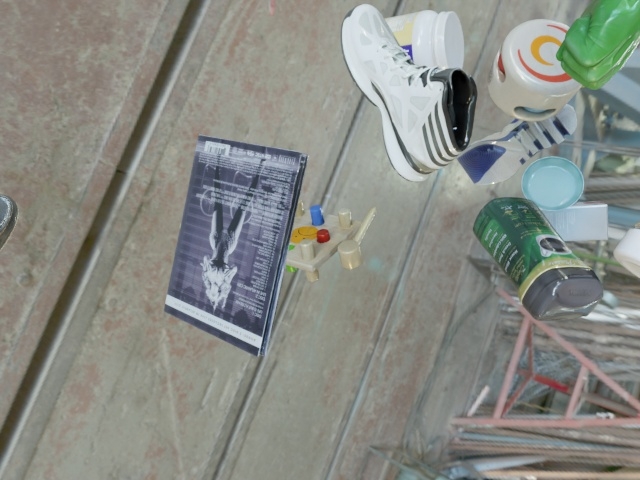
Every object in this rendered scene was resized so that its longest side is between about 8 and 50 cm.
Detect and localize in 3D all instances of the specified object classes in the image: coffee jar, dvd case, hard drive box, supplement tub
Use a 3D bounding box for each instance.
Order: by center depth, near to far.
[{"bbox_3d":[-0.102,-0.001,0.623,0.018,0.164,0.222,6,98,-54],"label":"dvd case"},{"bbox_3d":[0.287,0.024,0.735,0.096,0.185,0.079,2,130,-19],"label":"coffee jar"},{"bbox_3d":[0.618,-0.049,1.440,0.181,0.231,0.089,-17,104,-68],"label":"hard drive box"},{"bbox_3d":[0.283,-0.620,1.814,0.241,0.331,0.241,-6,97,-57],"label":"supplement tub"}]

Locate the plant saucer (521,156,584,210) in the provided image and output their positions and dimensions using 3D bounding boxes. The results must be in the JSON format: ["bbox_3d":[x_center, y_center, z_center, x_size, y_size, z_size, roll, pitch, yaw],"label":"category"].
[{"bbox_3d":[0.477,-0.114,1.131,0.120,0.119,0.021,-67,159,-9],"label":"plant saucer"}]

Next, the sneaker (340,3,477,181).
[{"bbox_3d":[0.221,-0.381,1.247,0.169,0.257,0.448,-21,86,-33],"label":"sneaker"}]

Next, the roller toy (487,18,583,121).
[{"bbox_3d":[0.474,-0.372,1.214,0.191,0.209,0.146,-39,168,-13],"label":"roller toy"}]

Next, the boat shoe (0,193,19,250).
[{"bbox_3d":[-0.767,0.023,1.140,0.112,0.095,0.335,39,63,-6],"label":"boat shoe"}]

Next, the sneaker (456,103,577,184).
[{"bbox_3d":[0.544,-0.272,1.502,0.128,0.315,0.182,58,30,-5],"label":"sneaker"}]

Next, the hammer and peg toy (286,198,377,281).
[{"bbox_3d":[0.000,0.000,1.581,0.266,0.361,0.128,-41,133,-40],"label":"hammer and peg toy"}]

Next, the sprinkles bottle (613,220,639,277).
[{"bbox_3d":[0.627,-0.087,0.871,0.356,0.121,0.121,-54,143,3],"label":"sprinkles bottle"}]

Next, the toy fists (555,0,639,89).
[{"bbox_3d":[0.419,-0.303,0.806,0.279,0.096,0.142,-33,149,-57],"label":"toy fists"}]

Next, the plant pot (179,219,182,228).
[{"bbox_3d":[-0.270,-0.040,1.299,0.083,0.081,0.081,50,20,-29],"label":"plant pot"}]
